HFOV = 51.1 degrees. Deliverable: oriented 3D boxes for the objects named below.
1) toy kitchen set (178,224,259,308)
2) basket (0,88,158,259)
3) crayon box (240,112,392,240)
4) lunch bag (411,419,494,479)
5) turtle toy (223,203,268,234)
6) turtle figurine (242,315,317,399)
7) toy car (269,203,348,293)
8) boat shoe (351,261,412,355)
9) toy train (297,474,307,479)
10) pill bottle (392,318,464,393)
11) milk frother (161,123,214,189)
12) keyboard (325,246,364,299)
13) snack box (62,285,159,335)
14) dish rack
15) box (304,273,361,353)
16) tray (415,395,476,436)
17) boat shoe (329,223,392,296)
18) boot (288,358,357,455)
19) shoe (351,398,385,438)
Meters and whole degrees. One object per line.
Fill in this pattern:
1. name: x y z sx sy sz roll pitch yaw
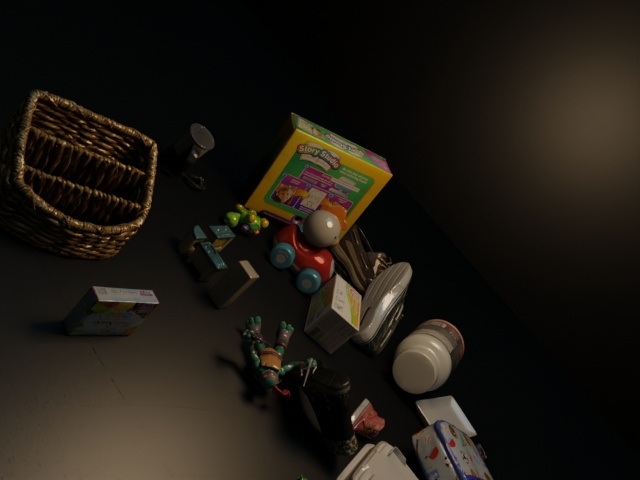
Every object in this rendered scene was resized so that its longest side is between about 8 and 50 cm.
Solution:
1. toy kitchen set: -0.223 0.043 1.653 0.207 0.122 0.166 53 22 15
2. basket: -0.477 -0.113 1.314 0.299 0.223 0.213 24 31 -47
3. crayon box: -0.015 -0.184 2.096 0.363 0.313 0.106 22 31 -28
4. lunch bag: 0.367 0.607 1.741 0.303 0.115 0.243 37 20 -49
5. turtle toy: -0.218 -0.057 1.913 0.130 0.066 0.095 22 10 -43
6. turtle figurine: -0.110 0.258 1.493 0.175 0.118 0.234 30 15 -19
7. toy car: 0.000 0.000 1.988 0.210 0.238 0.219 45 22 -6
8. boat shoe: 0.197 0.210 2.062 0.335 0.121 0.119 -52 122 -33
9. toy train: -0.016 0.511 1.369 0.083 0.017 0.023 46 12 -4
10. pill bottle: 0.327 0.359 2.057 0.176 0.176 0.319 51 22 10
11. milk frother: -0.346 -0.227 1.871 0.143 0.135 0.129 23 46 -43
12. keyboard: 0.060 0.094 2.222 0.317 0.033 0.201 47 15 2
13. snack box: -0.383 0.131 1.228 0.141 0.100 0.037 12 40 -55
14. dish rack: 0.196 0.617 1.512 0.332 0.072 0.286 50 22 11
15. box: 0.038 0.202 1.878 0.103 0.114 0.203 43 21 -12
16. tray: 0.375 0.545 2.024 0.270 0.030 0.145 13 40 -55
17. boat shoe: 0.165 0.089 2.209 0.355 0.130 0.132 53 16 20
18. boot: 0.002 0.377 1.535 0.085 0.236 0.178 -15 101 -27
19. shoe: 0.107 0.450 1.638 0.081 0.063 0.178 46 17 10
